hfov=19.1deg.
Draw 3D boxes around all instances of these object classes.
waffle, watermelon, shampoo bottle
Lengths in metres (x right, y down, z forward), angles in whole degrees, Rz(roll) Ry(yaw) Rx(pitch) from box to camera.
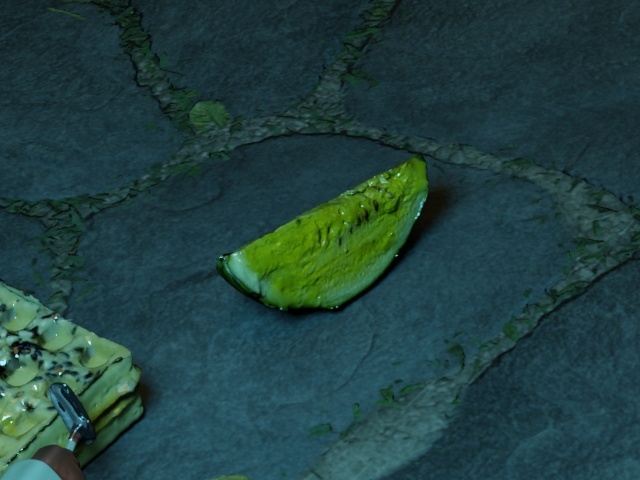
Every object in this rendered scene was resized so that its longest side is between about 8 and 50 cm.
[{"bbox_3d":[-0.390,0.209,1.998,0.261,0.114,0.376,23,47,30],"label":"waffle"},{"bbox_3d":[0.000,0.000,2.193,0.301,0.129,0.123,-27,47,-32],"label":"watermelon"},{"bbox_3d":[-0.288,0.277,1.860,0.071,0.153,0.284,-18,36,37],"label":"shampoo bottle"}]

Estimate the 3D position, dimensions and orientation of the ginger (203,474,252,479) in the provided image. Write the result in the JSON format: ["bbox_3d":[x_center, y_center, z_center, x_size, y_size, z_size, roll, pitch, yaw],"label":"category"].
[{"bbox_3d":[-0.110,0.350,1.789,0.219,0.123,0.270,-13,40,-13],"label":"ginger"}]
